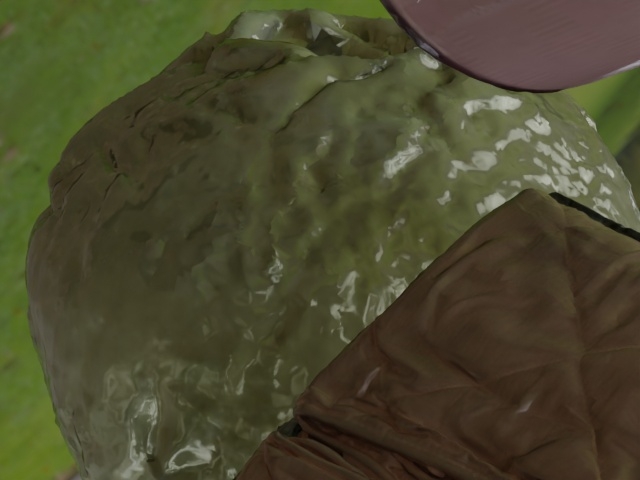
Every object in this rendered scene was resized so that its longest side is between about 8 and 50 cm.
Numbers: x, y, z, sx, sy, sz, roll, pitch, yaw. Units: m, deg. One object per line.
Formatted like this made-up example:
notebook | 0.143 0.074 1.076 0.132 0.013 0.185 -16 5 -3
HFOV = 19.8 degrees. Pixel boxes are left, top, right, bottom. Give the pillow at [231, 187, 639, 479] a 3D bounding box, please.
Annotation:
pillow | 0.037 0.079 0.500 0.232 0.126 0.043 -45 147 -24

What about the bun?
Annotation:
bun | 0.000 0.000 0.970 0.352 0.349 0.227 -23 117 -36

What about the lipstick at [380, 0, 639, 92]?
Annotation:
lipstick | 0.120 -0.095 0.239 0.087 0.087 0.327 -40 -168 -29
